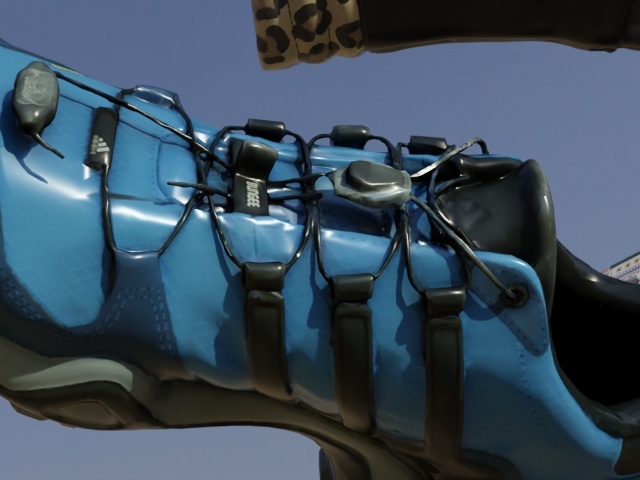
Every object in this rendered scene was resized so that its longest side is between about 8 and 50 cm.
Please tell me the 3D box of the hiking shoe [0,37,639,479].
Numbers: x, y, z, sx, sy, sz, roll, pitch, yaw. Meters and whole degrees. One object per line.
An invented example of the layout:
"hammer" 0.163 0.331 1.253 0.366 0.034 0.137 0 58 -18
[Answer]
"hiking shoe" 0.000 0.000 0.422 0.304 0.113 0.132 28 -52 -33

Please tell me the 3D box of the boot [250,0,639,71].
"boot" 0.087 -0.269 0.761 0.284 0.378 0.138 -7 -1 6

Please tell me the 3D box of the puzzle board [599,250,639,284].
"puzzle board" 0.233 0.054 1.162 0.128 0.096 0.011 -31 -58 33
